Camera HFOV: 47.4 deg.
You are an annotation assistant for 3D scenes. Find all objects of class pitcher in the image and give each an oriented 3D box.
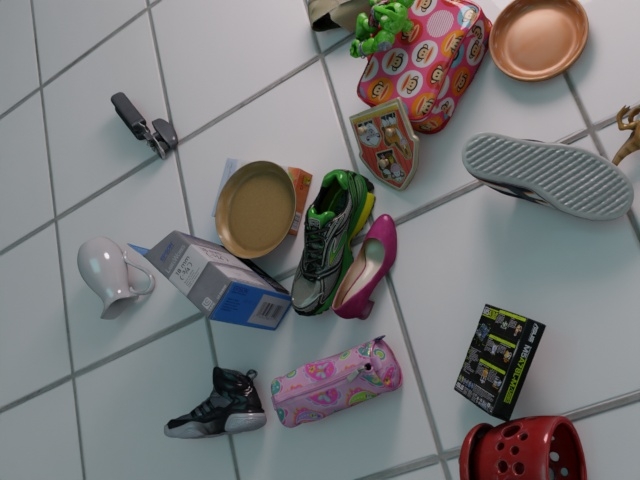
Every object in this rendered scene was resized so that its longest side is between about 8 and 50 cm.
[{"bbox_3d":[-0.555,0.085,1.976,0.177,0.125,0.207,-29,73,0],"label":"pitcher"}]

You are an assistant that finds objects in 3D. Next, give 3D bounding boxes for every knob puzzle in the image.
[{"bbox_3d":[0.141,-0.196,1.588,0.213,0.030,0.213,30,133,38],"label":"knob puzzle"}]

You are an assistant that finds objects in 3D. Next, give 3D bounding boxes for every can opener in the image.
[{"bbox_3d":[-0.498,-0.336,2.082,0.095,0.076,0.283,-32,57,-15],"label":"can opener"}]

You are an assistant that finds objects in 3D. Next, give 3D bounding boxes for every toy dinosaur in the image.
[{"bbox_3d":[0.588,-0.190,1.342,0.211,0.064,0.112,-36,62,20],"label":"toy dinosaur"}]

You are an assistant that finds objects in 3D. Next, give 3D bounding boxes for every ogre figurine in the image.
[{"bbox_3d":[0.137,-0.477,1.555,0.197,0.097,0.118,-48,40,-1],"label":"ogre figurine"}]

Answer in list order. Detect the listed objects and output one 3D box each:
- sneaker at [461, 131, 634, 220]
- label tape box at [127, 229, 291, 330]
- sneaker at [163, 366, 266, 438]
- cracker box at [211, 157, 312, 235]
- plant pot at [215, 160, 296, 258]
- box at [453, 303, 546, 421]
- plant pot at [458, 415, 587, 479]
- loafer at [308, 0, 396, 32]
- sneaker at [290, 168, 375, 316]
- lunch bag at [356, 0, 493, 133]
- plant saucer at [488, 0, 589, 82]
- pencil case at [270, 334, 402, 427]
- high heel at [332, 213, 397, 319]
[{"bbox_3d":[0.433,-0.128,1.398,0.321,0.127,0.126,23,95,15],"label":"sneaker"},{"bbox_3d":[-0.256,0.069,1.703,0.333,0.240,0.106,36,98,34],"label":"label tape box"},{"bbox_3d":[-0.250,0.380,1.708,0.268,0.101,0.153,-15,69,23],"label":"sneaker"},{"bbox_3d":[-0.146,-0.109,1.785,0.232,0.067,0.156,12,85,33],"label":"cracker box"},{"bbox_3d":[-0.148,-0.071,1.718,0.236,0.032,0.236,-8,74,30],"label":"plant pot"},{"bbox_3d":[0.325,0.219,1.344,0.045,0.190,0.184,23,88,-10],"label":"box"},{"bbox_3d":[0.351,0.405,1.268,0.174,0.191,0.191,-14,70,38],"label":"plant pot"},{"bbox_3d":[0.078,-0.550,1.745,0.268,0.102,0.092,4,81,43],"label":"loafer"},{"bbox_3d":[0.000,0.000,1.617,0.134,0.146,0.344,15,87,34],"label":"sneaker"},{"bbox_3d":[0.211,-0.401,1.603,0.258,0.120,0.293,31,95,35],"label":"lunch bag"},{"bbox_3d":[0.449,-0.417,1.498,0.200,0.037,0.200,-6,76,27],"label":"plant saucer"},{"bbox_3d":[0.031,0.300,1.535,0.284,0.124,0.124,-25,65,26],"label":"pencil case"},{"bbox_3d":[0.091,0.051,1.562,0.082,0.117,0.244,21,89,35],"label":"high heel"}]
